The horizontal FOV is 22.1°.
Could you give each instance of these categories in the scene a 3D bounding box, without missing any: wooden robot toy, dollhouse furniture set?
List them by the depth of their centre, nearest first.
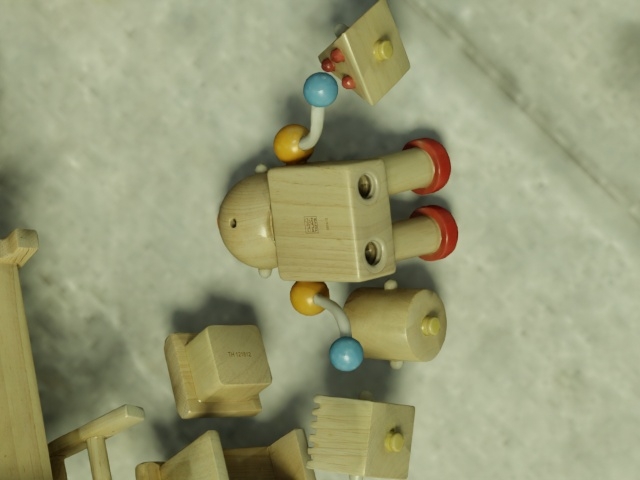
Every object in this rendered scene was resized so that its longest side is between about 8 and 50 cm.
[{"bbox_3d":[0.000,0.000,0.610,0.079,0.076,0.173,0,97,39],"label":"wooden robot toy"},{"bbox_3d":[-0.105,0.037,0.621,0.161,0.101,0.182,4,61,-36],"label":"dollhouse furniture set"}]
